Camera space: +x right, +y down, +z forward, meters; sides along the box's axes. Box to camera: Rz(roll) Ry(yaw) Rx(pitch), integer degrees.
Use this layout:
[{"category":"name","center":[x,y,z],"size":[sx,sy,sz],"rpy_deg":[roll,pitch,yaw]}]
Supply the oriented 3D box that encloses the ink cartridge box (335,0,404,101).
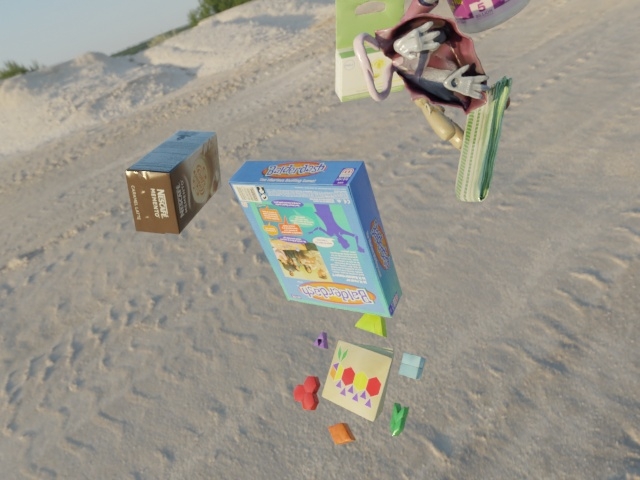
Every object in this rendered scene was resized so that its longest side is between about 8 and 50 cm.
[{"category":"ink cartridge box","center":[0.121,-0.453,1.214],"size":[0.171,0.235,0.056],"rpy_deg":[-13,53,-9]}]

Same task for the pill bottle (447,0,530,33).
[{"category":"pill bottle","center":[0.315,-0.609,1.078],"size":[0.169,0.301,0.169],"rpy_deg":[-27,29,16]}]

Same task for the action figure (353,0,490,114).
[{"category":"action figure","center":[0.205,-0.370,1.060],"size":[0.276,0.248,0.370],"rpy_deg":[-16,30,5]}]

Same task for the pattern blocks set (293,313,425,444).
[{"category":"pattern blocks set","center":[0.080,0.300,1.131],"size":[0.325,0.026,0.285],"rpy_deg":[20,86,52]}]

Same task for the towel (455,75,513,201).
[{"category":"towel","center":[0.352,-0.206,1.144],"size":[0.038,0.247,0.325],"rpy_deg":[10,5,5]}]

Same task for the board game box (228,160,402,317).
[{"category":"board game box","center":[0.000,0.000,0.630],"size":[0.160,0.210,0.047],"rpy_deg":[6,45,30]}]

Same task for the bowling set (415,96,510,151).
[{"category":"bowling set","center":[0.406,-0.361,1.423],"size":[0.200,0.154,0.287],"rpy_deg":[-38,-22,19]}]

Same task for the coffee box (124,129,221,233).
[{"category":"coffee box","center":[-0.306,-0.132,1.112],"size":[0.098,0.141,0.246],"rpy_deg":[6,32,10]}]
